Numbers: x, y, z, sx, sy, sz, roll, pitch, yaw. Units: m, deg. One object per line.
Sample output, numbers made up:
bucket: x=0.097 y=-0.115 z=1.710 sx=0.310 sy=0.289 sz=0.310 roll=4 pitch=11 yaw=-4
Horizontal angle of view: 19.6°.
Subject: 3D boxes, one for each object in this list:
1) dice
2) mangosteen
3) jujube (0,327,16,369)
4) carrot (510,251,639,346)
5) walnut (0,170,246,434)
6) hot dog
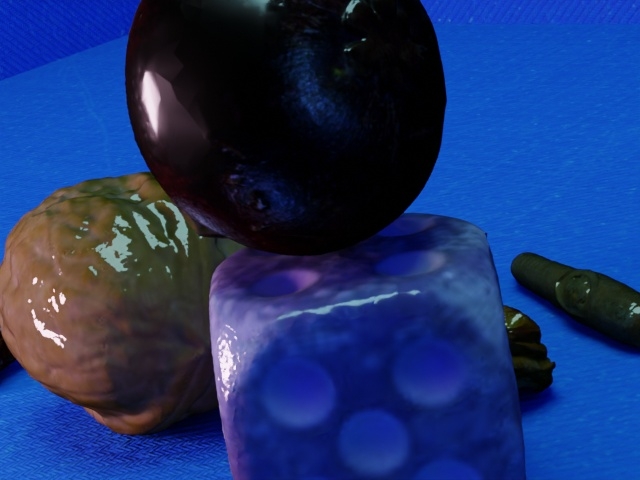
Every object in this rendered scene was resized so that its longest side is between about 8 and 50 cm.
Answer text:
dice: x=0.046 y=0.137 z=1.757 sx=0.271 sy=0.270 sz=0.270 roll=-9 pitch=18 yaw=2
mangosteen: x=-0.040 y=-0.136 z=1.703 sx=0.330 sy=0.330 sz=0.330 roll=-9 pitch=18 yaw=3
jujube: x=-0.430 y=0.132 z=2.327 sx=0.104 sy=0.104 sz=0.166 roll=-5 pitch=23 yaw=14
carrot: x=0.302 y=0.060 z=2.206 sx=0.070 sy=0.070 sz=0.342 roll=-16 pitch=17 yaw=-18
walnut: x=-0.202 y=0.070 z=2.093 sx=0.306 sy=0.306 sz=0.344 roll=-19 pitch=26 yaw=-26
hot dog: x=0.117 y=0.130 z=2.000 sx=0.259 sy=0.114 sz=0.175 roll=-13 pitch=17 yaw=-11
